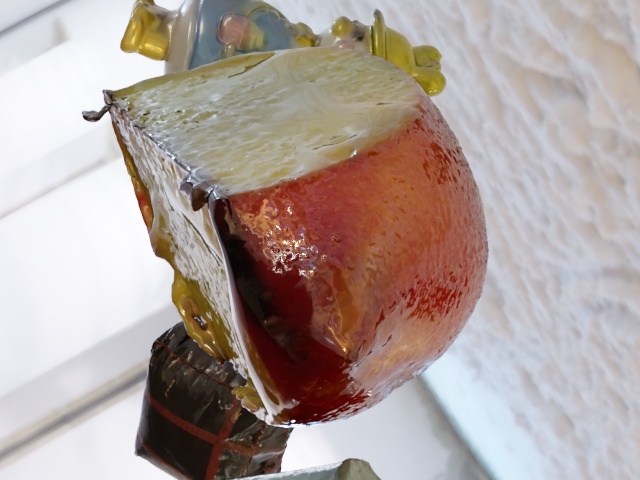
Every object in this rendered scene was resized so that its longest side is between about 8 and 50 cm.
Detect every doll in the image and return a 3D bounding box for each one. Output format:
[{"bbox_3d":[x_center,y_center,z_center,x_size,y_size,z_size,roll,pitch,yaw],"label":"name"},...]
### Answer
[{"bbox_3d":[-0.026,-0.136,0.854,0.135,0.241,0.099,-148,63,-86],"label":"doll"}]

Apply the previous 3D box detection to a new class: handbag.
[{"bbox_3d":[-0.109,0.197,1.281,0.169,0.155,0.215,33,132,20],"label":"handbag"}]

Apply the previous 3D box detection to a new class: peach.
[{"bbox_3d":[0.005,-0.003,0.554,0.267,0.154,0.159,35,148,62],"label":"peach"}]

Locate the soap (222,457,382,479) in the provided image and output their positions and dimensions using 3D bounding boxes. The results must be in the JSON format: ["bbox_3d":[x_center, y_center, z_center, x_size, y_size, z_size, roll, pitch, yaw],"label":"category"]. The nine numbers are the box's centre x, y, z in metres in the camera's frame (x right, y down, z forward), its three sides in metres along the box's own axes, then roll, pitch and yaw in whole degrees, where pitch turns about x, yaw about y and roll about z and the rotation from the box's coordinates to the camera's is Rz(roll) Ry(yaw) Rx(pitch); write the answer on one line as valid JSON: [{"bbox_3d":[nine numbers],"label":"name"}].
[{"bbox_3d":[-0.015,0.183,0.605,0.063,0.114,0.198,21,158,-21],"label":"soap"}]
